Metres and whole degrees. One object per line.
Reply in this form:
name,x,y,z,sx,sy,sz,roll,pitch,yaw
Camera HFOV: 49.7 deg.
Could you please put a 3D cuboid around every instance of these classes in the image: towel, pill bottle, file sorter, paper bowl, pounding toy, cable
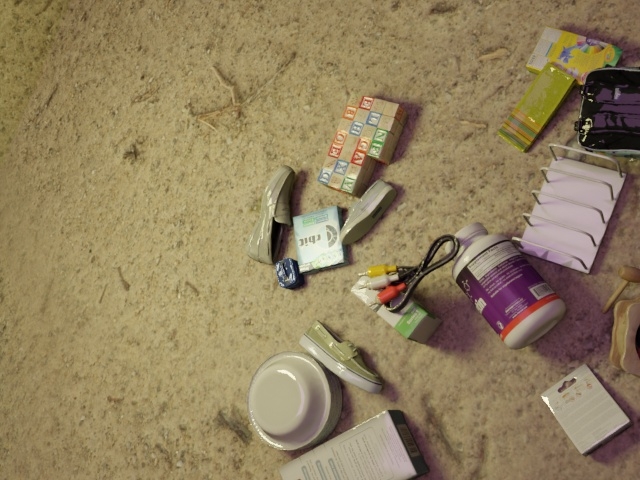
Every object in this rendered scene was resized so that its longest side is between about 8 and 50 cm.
towel,0.593,-0.366,1.905,0.102,0.021,0.237,41,111,24
pill bottle,0.468,0.111,1.798,0.181,0.181,0.323,-42,63,13
file sorter,0.632,-0.086,1.766,0.192,0.173,0.278,21,88,29
paper bowl,-0.090,0.465,2.021,0.284,0.148,0.285,-7,75,27
pounding toy,0.786,0.202,1.679,0.154,0.155,0.270,6,90,-1
cable,0.237,0.088,1.799,0.287,0.072,0.140,-30,62,21

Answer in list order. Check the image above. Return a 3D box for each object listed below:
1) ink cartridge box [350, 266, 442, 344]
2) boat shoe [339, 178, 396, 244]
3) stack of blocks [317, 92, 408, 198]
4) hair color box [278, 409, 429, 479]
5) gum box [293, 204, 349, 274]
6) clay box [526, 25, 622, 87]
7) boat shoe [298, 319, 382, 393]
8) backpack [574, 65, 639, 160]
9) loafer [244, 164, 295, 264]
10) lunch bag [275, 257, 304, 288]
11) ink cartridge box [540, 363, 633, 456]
ink cartridge box,0.211,0.182,1.924,0.219,0.160,0.093,40,95,28
boat shoe,0.130,-0.088,2.083,0.227,0.079,0.081,-48,54,4
stack of blocks,0.130,-0.284,2.115,0.171,0.087,0.297,21,88,29
hair color box,0.088,0.635,1.910,0.374,0.113,0.186,-33,65,16
gum box,0.000,0.000,2.142,0.156,0.041,0.185,-15,71,23
clay box,0.696,-0.493,1.894,0.222,0.053,0.128,29,94,28
boat shoe,0.063,0.333,1.998,0.302,0.109,0.094,31,91,32
backpack,0.790,-0.313,1.723,0.253,0.191,0.225,8,93,36
loafer,-0.137,-0.079,2.198,0.111,0.112,0.320,21,96,24
lunch bag,-0.098,0.100,2.155,0.067,0.065,0.099,-25,69,20
ink cartridge box,0.659,0.421,1.720,0.145,0.045,0.179,-41,45,14
